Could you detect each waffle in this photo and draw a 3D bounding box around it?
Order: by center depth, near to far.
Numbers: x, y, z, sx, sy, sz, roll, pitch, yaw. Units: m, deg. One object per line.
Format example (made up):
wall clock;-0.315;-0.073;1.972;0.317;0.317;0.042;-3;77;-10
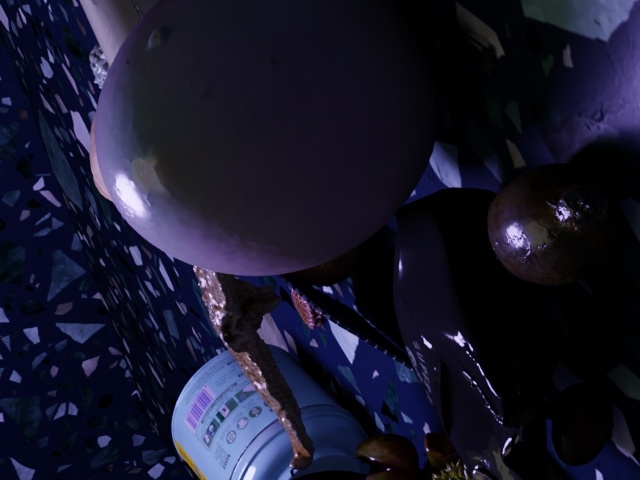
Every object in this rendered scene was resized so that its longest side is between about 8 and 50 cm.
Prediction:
waffle;-0.025;0.112;2.188;0.083;0.029;0.075;57;160;23

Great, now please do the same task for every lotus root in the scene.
lotus root;0.227;-0.014;1.239;0.120;0.120;0.209;61;168;3

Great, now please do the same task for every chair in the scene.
chair;0.141;-0.199;1.316;0.086;0.042;0.037;49;161;35

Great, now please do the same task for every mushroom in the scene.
mushroom;0.291;0.196;1.425;0.129;0.073;0.088;-77;-37;-70

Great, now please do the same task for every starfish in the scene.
starfish;-0.117;0.104;1.897;0.324;0.082;0.432;-105;-11;-56

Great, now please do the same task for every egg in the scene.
egg;-0.085;-0.118;1.374;0.354;0.340;0.354;11;114;25

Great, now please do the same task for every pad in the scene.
pad;0.032;0.108;1.837;0.270;0.012;0.269;33;-177;-37

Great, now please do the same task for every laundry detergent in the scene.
laundry detergent;-0.079;0.380;2.289;0.305;0.287;0.287;40;151;49

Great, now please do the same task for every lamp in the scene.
lamp;0.000;0.000;1.809;0.136;0.136;0.136;51;158;30

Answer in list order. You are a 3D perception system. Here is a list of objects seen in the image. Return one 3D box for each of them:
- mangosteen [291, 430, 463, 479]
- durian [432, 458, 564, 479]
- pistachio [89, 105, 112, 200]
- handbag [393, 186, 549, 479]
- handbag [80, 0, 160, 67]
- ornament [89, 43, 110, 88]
mangosteen;0.065;0.475;1.884;0.382;0.435;0.382;26;163;8
durian;0.236;0.381;1.676;0.200;0.176;0.237;47;154;-17
pistachio;-0.274;-0.161;2.029;0.318;0.214;0.193;-121;10;-48
handbag;0.183;0.149;1.403;0.288;0.152;0.342;-107;2;-50
handbag;-0.183;-0.287;1.699;0.358;0.237;0.160;64;159;10
ornament;-0.317;-0.302;2.230;0.120;0.130;0.285;57;165;-26
